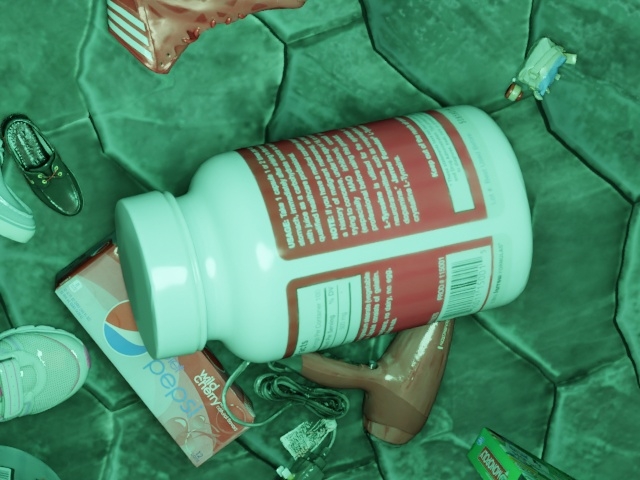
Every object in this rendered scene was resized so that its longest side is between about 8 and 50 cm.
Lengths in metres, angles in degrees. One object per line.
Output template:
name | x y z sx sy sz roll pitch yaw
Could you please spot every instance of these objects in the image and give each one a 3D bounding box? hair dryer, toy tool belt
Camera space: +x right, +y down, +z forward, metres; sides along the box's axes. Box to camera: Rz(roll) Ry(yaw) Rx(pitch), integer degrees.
hair dryer | 0.047 0.161 1.917 0.293 0.080 0.223 -38 134 -13
toy tool belt | 0.251 -0.186 1.929 0.051 0.052 0.083 31 96 -5

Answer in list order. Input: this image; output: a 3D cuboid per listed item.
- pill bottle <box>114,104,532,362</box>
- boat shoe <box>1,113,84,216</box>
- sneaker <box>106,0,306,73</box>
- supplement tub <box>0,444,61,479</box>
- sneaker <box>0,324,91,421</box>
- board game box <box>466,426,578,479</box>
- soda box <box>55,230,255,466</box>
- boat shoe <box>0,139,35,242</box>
pill bottle | 0.000 0.000 1.811 0.408 0.229 0.229 -12 103 -15
boat shoe | -0.307 -0.080 1.874 0.049 0.042 0.133 -33 106 -3
sneaker | -0.126 -0.243 1.856 0.221 0.087 0.128 9 109 2
supplement tub | -0.359 0.360 1.803 0.207 0.338 0.207 -2 102 -8
sneaker | -0.377 0.168 1.877 0.252 0.111 0.103 -16 103 -5
board game box | 0.332 0.338 1.966 0.317 0.213 0.046 31 96 -13
soda box | -0.185 0.122 1.911 0.092 0.083 0.263 -37 104 0
boat shoe | -0.388 -0.091 1.839 0.227 0.079 0.081 40 98 -11
